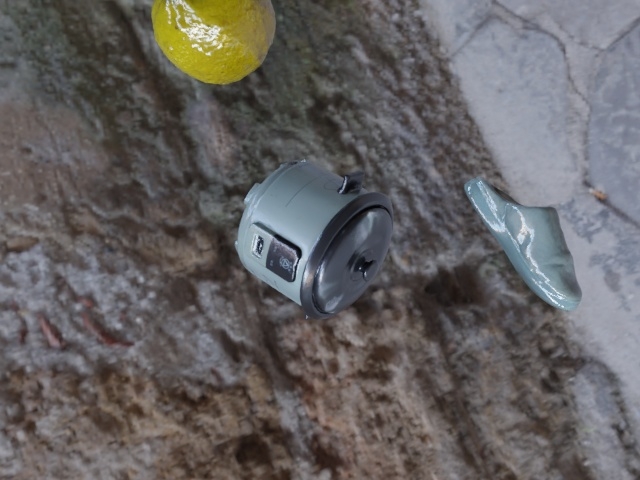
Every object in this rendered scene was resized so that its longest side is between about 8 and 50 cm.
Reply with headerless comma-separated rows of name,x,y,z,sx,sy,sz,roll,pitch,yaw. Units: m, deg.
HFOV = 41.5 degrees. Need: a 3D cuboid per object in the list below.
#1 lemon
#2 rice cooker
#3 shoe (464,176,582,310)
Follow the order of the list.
lemon,-0.173,-0.355,1.363,0.192,0.231,0.192,-12,64,27
rice cooker,0.000,0.000,1.434,0.227,0.241,0.281,31,117,28
shoe,0.320,-0.013,1.266,0.100,0.103,0.251,-46,72,25
